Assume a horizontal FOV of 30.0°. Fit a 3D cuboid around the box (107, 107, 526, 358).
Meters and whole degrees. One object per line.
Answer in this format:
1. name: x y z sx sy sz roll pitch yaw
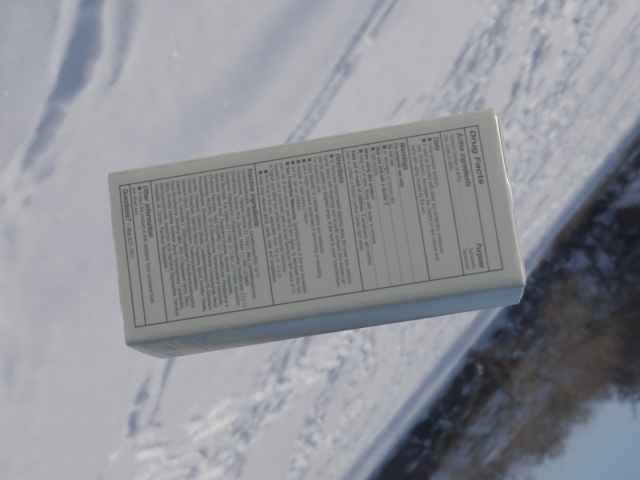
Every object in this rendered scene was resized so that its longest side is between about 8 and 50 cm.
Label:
1. box: 0.000 0.000 0.962 0.311 0.148 0.121 -8 168 5
